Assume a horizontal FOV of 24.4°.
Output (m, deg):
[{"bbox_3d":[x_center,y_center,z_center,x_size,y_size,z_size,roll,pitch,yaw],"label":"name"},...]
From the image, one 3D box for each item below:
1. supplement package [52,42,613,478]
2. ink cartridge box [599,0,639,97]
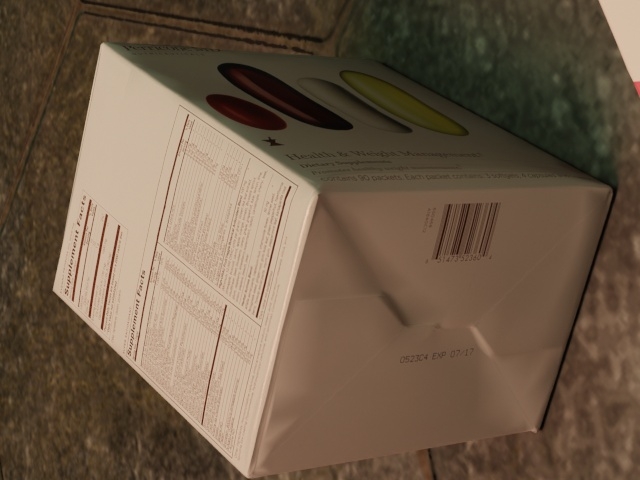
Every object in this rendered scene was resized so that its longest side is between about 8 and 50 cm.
[{"bbox_3d":[0.000,0.000,0.776,0.203,0.194,0.149,35,119,45],"label":"supplement package"},{"bbox_3d":[0.199,-0.100,0.410,0.237,0.100,0.172,-42,55,44],"label":"ink cartridge box"}]
